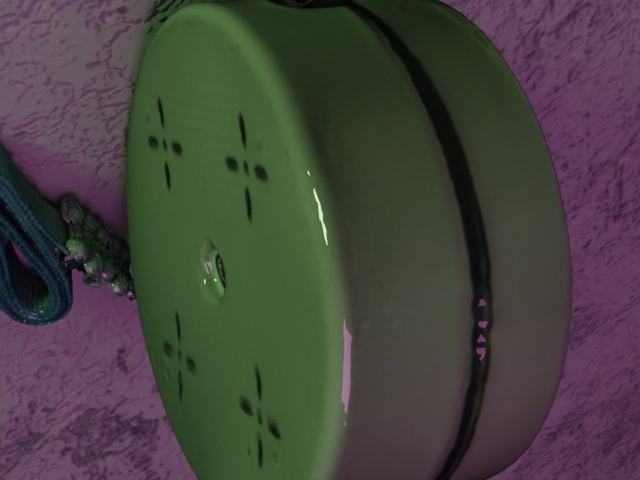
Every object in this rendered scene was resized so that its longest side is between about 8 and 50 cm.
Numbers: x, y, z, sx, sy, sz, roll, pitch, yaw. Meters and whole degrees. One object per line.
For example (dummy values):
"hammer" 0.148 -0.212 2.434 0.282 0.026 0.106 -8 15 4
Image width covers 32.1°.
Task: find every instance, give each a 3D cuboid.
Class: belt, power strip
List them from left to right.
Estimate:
"belt" -0.206 -0.010 0.792 0.100 0.065 0.179 -18 142 1
"power strip" 0.000 0.000 0.722 0.162 0.357 0.357 -9 137 -26
